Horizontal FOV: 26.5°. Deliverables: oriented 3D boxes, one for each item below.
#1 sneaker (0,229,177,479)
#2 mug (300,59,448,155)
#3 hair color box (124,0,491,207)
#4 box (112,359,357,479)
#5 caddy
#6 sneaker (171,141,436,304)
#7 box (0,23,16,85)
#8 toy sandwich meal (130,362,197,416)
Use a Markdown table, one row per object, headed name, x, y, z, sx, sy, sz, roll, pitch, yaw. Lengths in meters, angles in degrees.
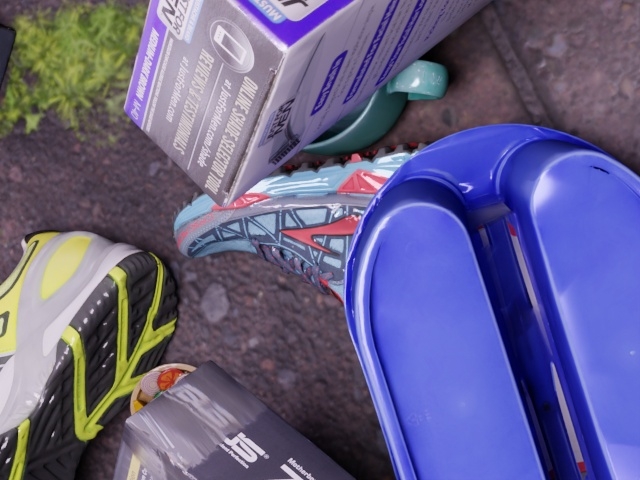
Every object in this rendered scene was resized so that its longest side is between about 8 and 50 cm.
| name | x | y | z | sx | sy | sz | roll | pitch | yaw |
| --- | --- | --- | --- | --- | --- | --- | --- | --- | --- |
| sneaker | -0.278 | 0.156 | 1.130 | 0.147 | 0.145 | 0.384 | 23 | 65 | 34 |
| mug | 0.015 | -0.123 | 1.067 | 0.158 | 0.097 | 0.129 | 43 | 104 | 18 |
| hair color box | 0.035 | -0.187 | 0.909 | 0.110 | 0.339 | 0.185 | 43 | 149 | 9 |
| box | -0.031 | 0.323 | 0.977 | 0.318 | 0.097 | 0.395 | 36 | 135 | 19 |
| caddy | 0.151 | 0.085 | 0.948 | 0.241 | 0.179 | 0.341 | -17 | 92 | 3 |
| sneaker | 0.000 | 0.000 | 1.068 | 0.262 | 0.104 | 0.125 | -10 | 86 | 24 |
| box | -0.465 | -0.065 | 1.163 | 0.179 | 0.312 | 0.343 | 21 | 97 | 23 |
| toy sandwich meal | -0.120 | 0.145 | 1.141 | 0.086 | 0.029 | 0.085 | -1 | 104 | -3 |
